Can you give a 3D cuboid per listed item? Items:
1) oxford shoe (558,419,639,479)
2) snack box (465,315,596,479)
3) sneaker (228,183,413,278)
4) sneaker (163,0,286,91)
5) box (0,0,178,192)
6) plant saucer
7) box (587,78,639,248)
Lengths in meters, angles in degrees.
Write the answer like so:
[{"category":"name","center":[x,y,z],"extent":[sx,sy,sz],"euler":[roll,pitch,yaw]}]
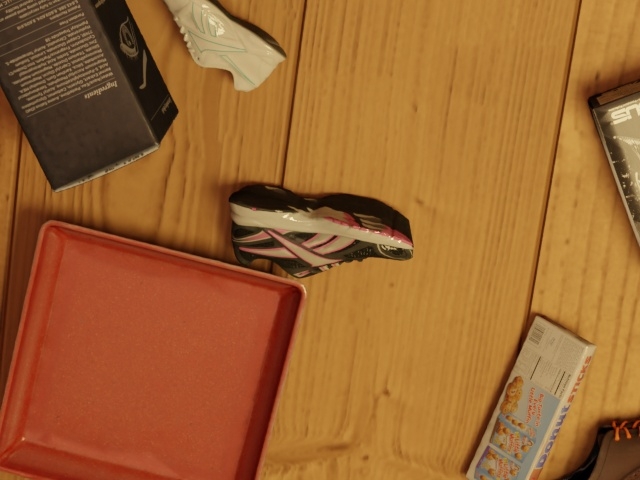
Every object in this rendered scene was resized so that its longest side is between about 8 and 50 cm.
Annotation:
[{"category":"oxford shoe","center":[0.317,0.204,1.810],"extent":[0.271,0.097,0.098],"euler":[-40,94,11]},{"category":"snack box","center":[0.200,0.165,1.823],"extent":[0.064,0.022,0.178],"euler":[31,107,32]},{"category":"sneaker","center":[0.000,0.000,1.790],"extent":[0.178,0.072,0.077],"euler":[11,117,7]},{"category":"sneaker","center":[-0.107,-0.193,1.743],"extent":[0.152,0.054,0.061],"euler":[37,106,-8]},{"category":"box","center":[-0.222,-0.167,1.702],"extent":[0.108,0.153,0.207],"euler":[-23,102,8]},{"category":"plant saucer","center":[-0.164,0.125,1.831],"extent":[0.258,0.048,0.259],"euler":[14,105,-2]},{"category":"box","center":[0.383,-0.083,1.751],"extent":[0.231,0.056,0.183],"euler":[-19,103,7]}]
